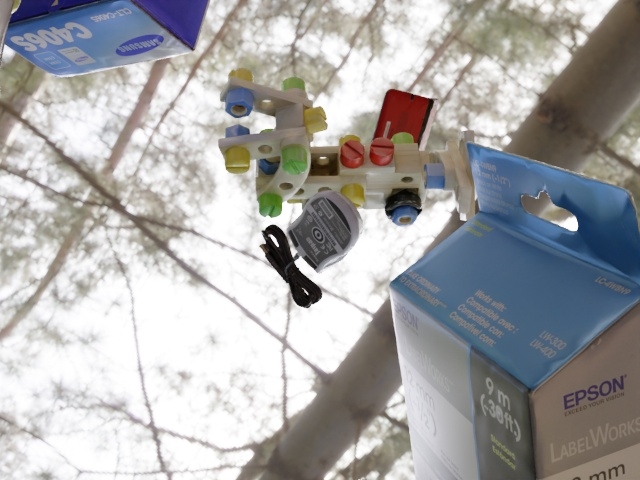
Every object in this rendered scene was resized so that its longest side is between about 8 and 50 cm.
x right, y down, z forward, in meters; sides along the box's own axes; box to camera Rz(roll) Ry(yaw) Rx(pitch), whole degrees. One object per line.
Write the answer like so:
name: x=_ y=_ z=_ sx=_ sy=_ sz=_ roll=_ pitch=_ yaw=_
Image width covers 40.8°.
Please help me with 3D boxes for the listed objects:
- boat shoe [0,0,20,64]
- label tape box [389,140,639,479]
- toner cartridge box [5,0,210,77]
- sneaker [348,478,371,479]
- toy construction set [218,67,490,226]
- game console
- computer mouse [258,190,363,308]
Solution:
boat shoe: x=-0.215 y=-0.146 z=0.459 sx=0.117 sy=0.324 sz=0.097 roll=11 pitch=-177 yaw=-28
label tape box: x=0.154 y=0.113 z=0.706 sx=0.115 sy=0.347 sz=0.249 roll=-16 pitch=-161 yaw=-14
toner cartridge box: x=-0.140 y=-0.309 z=0.706 sx=0.075 sy=0.165 sz=0.347 roll=34 pitch=-118 yaw=-48
sneaker: x=-0.036 y=0.479 z=1.334 sx=0.293 sy=0.146 sz=0.102 roll=-34 pitch=-82 yaw=-26
toy construction set: x=0.046 y=-0.096 z=1.022 sx=0.328 sy=0.215 sz=0.151 roll=11 pitch=-121 yaw=5
game console: x=0.141 y=-0.183 z=1.478 sx=0.124 sy=0.144 sz=0.085 roll=11 pitch=-167 yaw=-16
computer mouse: x=0.000 y=0.000 z=0.932 sx=0.042 sy=0.193 sz=0.106 roll=-31 pitch=-96 yaw=-34
